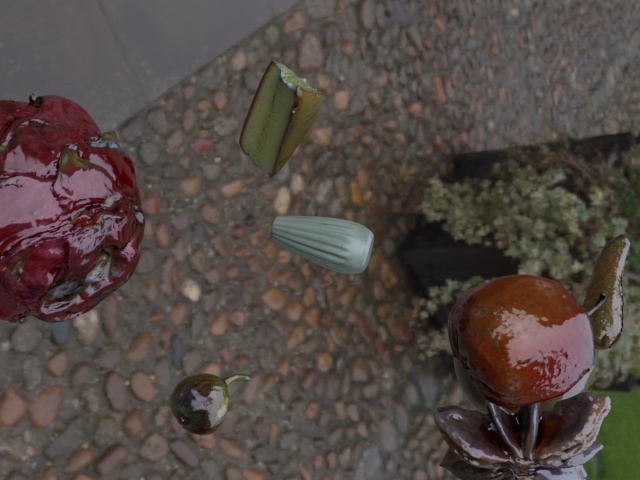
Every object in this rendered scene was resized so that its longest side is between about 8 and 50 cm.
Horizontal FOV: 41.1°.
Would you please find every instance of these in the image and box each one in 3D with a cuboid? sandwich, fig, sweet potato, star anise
[{"bbox_3d":[-0.064,-0.211,1.403,0.094,0.258,0.096,37,58,3],"label":"sandwich"},{"bbox_3d":[-0.255,0.378,2.120,0.245,0.149,0.149,-30,111,-43],"label":"fig"},{"bbox_3d":[0.519,0.092,1.553,0.075,0.075,0.273,59,39,-31],"label":"sweet potato"},{"bbox_3d":[0.262,0.260,1.090,0.229,0.236,0.093,37,33,-24],"label":"star anise"}]

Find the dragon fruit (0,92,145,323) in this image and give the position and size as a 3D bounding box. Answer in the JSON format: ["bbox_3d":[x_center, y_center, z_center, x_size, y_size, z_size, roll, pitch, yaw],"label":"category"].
[{"bbox_3d":[-0.400,-0.040,1.191,0.329,0.329,0.329,7,81,-52],"label":"dragon fruit"}]

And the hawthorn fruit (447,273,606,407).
[{"bbox_3d":[0.251,0.108,1.001,0.193,0.157,0.157,-20,108,-7],"label":"hawthorn fruit"}]

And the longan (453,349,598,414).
[{"bbox_3d":[0.415,0.236,1.754,0.297,0.297,0.298,7,81,-52],"label":"longan"}]

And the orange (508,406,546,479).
[{"bbox_3d":[0.343,0.398,1.438,0.240,0.171,0.240,22,90,-86],"label":"orange"}]

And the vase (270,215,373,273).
[{"bbox_3d":[0.000,0.000,2.067,0.128,0.248,0.128,14,90,-82],"label":"vase"}]
